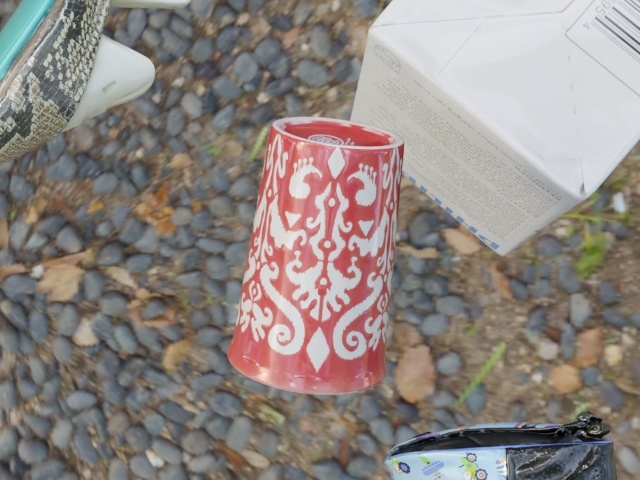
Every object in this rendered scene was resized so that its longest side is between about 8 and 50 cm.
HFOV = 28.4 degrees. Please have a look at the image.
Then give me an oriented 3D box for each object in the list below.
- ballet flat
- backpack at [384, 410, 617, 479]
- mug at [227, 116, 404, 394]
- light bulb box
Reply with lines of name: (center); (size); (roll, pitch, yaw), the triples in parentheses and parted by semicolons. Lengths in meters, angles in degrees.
ballet flat: (-0.214, -0.254, 1.242); (0.182, 0.164, 0.483); (23, 83, -25)
backpack: (0.139, 0.196, 0.966); (0.173, 0.158, 0.117); (-5, 80, 10)
mug: (-0.008, 0.001, 0.884); (0.113, 0.150, 0.169); (-2, 110, -27)
light bulb box: (0.225, -0.202, 1.167); (0.225, 0.361, 0.358); (41, 84, 4)
